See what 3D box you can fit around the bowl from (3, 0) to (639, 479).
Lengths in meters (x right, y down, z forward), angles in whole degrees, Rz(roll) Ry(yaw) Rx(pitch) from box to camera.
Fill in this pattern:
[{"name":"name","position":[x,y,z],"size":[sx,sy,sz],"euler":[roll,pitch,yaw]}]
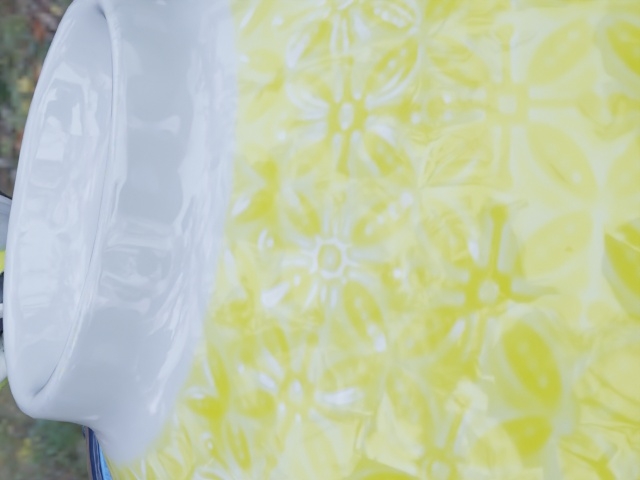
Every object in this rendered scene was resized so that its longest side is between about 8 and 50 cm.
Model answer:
[{"name":"bowl","position":[0.000,0.000,0.441],"size":[0.289,0.156,0.289],"euler":[-171,90,-69]}]

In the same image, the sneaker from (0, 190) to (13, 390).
[{"name":"sneaker","position":[-0.326,0.117,0.988],"size":[0.384,0.145,0.147],"euler":[-46,31,-4]}]

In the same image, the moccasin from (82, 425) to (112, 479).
[{"name":"moccasin","position":[-0.071,0.084,0.892],"size":[0.342,0.138,0.117],"euler":[-95,18,-46]}]
